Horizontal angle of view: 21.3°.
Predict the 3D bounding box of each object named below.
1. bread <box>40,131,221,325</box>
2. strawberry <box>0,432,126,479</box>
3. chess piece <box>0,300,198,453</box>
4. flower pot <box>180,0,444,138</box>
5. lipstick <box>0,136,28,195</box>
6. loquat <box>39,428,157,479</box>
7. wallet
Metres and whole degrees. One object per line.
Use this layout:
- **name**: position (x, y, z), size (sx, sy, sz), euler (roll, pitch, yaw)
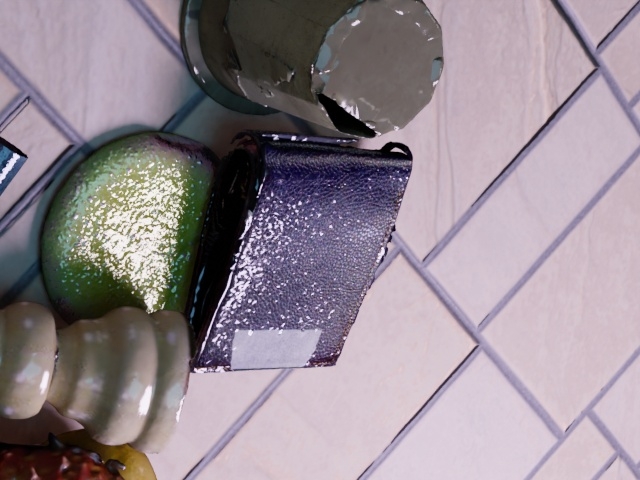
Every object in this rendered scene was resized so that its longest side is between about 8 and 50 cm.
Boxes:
- **bread**: position (-0.173, 0.001, 1.697), size (0.228, 0.033, 0.228), euler (-15, 118, -30)
- **strawberry**: position (-0.317, 0.291, 1.580), size (0.306, 0.138, 0.233), euler (-29, 103, 20)
- **chess piece**: position (-0.263, 0.114, 1.618), size (0.261, 0.143, 0.143), euler (12, 104, -21)
- **flower pot**: position (-0.001, -0.190, 1.624), size (0.212, 0.202, 0.212), euler (-14, 120, -25)
- **lipstick**: position (-0.354, 0.006, 1.561), size (0.053, 0.053, 0.234), euler (32, 93, -40)
- **loquat**: position (-0.233, 0.259, 1.701), size (0.163, 0.163, 0.137), euler (58, 44, -37)
- **wallet**: position (-0.029, 0.013, 1.757), size (0.221, 0.071, 0.262), euler (0, 113, -45)
